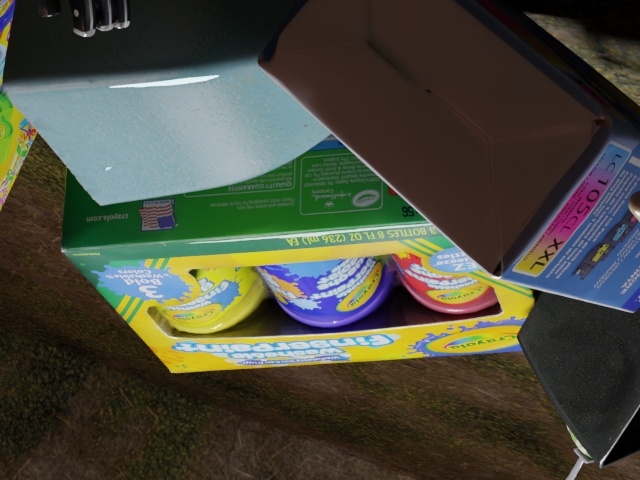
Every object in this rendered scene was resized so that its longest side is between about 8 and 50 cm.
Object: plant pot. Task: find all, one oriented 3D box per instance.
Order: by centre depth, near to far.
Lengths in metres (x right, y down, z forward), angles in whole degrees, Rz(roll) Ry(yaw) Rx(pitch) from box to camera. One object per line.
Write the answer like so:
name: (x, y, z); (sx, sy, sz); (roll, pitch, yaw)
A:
plant pot: (-0.106, -0.193, 1.748); (0.252, 0.248, 0.247); (-1, 156, 16)
plant pot: (0.318, 0.095, 2.016); (0.167, 0.188, 0.187); (42, -148, 27)

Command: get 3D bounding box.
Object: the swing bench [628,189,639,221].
swing bench: (0.361, -0.062, 1.477); (0.165, 0.253, 0.255); (17, 162, 22)

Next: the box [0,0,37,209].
box: (-0.375, -0.221, 1.904); (0.177, 0.290, 0.279); (17, 163, 17)

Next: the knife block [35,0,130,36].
knife block: (-0.204, -0.304, 1.503); (0.088, 0.242, 0.275); (4, 155, 46)

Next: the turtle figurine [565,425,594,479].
turtle figurine: (0.380, 0.175, 2.300); (0.198, 0.275, 0.266); (-7, 176, -31)

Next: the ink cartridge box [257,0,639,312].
ink cartridge box: (0.160, -0.086, 1.576); (0.270, 0.151, 0.395); (43, -169, 24)

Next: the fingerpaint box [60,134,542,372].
fingerpaint box: (0.000, 0.000, 2.054); (0.445, 0.163, 0.371); (-4, 156, 12)
